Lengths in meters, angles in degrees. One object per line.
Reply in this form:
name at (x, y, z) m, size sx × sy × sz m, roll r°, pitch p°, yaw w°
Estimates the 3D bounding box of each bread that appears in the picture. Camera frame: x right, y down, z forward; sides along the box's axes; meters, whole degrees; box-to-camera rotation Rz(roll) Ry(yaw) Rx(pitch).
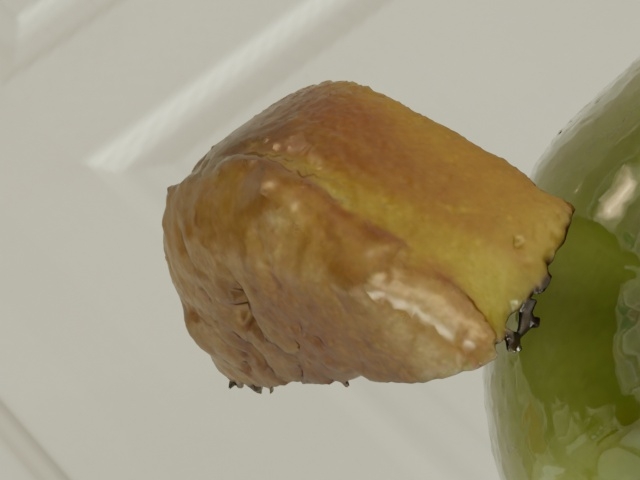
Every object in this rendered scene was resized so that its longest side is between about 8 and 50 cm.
bread at (-0.002, -0.007, 0.873) m, size 0.134 × 0.260 × 0.129 m, roll 50°, pitch 62°, yaw -23°

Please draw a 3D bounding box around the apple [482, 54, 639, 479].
apple at (0.314, 0.058, 0.974) m, size 0.474 × 0.473 × 0.473 m, roll -30°, pitch 143°, yaw -26°
